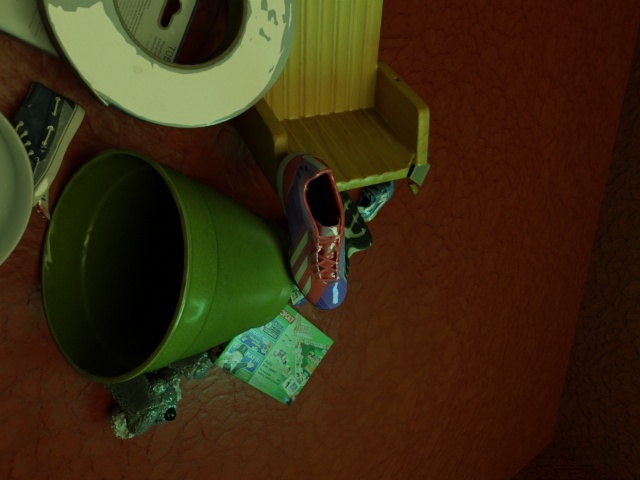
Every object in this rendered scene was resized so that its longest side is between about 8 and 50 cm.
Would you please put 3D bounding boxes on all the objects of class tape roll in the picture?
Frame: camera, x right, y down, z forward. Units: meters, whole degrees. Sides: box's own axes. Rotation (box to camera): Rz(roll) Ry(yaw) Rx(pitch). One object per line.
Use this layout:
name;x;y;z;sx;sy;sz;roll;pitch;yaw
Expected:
tape roll;-0.222;-0.368;0.840;0.392;0.072;0.391;-9;107;-29

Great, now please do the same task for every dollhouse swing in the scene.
dollhouse swing;0.037;-0.316;1.058;0.347;0.315;0.304;-13;141;-24

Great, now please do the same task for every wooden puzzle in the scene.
wooden puzzle;0.283;-0.197;1.566;0.079;0.014;0.116;36;83;-49

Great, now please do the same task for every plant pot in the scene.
plant pot;-0.237;0.052;0.992;0.353;0.367;0.366;9;102;-56

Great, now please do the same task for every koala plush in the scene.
koala plush;-0.350;0.299;1.114;0.196;0.203;0.221;-42;153;-37

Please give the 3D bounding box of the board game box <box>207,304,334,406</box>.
board game box;-0.115;0.273;1.381;0.213;0.046;0.317;-55;134;-11

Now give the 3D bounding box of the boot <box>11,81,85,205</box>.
boot;-0.455;-0.152;0.865;0.086;0.069;0.189;31;67;-39

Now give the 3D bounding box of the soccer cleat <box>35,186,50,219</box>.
soccer cleat;-0.469;-0.074;0.920;0.036;0.029;0.083;-29;121;-25

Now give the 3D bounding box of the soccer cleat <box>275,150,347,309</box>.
soccer cleat;0.000;0.000;0.983;0.109;0.116;0.318;-21;115;-23

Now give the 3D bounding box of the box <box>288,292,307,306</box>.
box;-0.061;0.093;1.345;0.081;0.028;0.136;-33;120;-37

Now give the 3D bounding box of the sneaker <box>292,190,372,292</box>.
sneaker;-0.012;0.007;1.271;0.158;0.182;0.410;63;29;-11

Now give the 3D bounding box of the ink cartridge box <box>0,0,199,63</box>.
ink cartridge box;-0.348;-0.432;0.848;0.330;0.072;0.323;20;93;-47

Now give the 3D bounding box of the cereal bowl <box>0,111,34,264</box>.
cereal bowl;-0.586;-0.079;0.731;0.339;0.141;0.338;-19;120;-37

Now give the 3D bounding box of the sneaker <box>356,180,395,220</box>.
sneaker;0.144;-0.121;1.444;0.144;0.053;0.059;-55;132;-11
